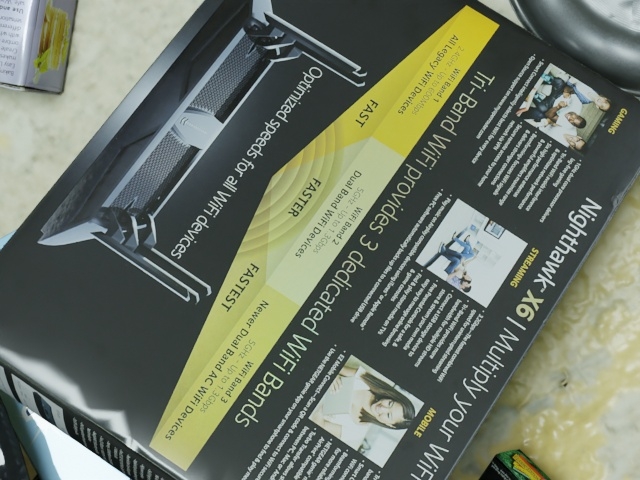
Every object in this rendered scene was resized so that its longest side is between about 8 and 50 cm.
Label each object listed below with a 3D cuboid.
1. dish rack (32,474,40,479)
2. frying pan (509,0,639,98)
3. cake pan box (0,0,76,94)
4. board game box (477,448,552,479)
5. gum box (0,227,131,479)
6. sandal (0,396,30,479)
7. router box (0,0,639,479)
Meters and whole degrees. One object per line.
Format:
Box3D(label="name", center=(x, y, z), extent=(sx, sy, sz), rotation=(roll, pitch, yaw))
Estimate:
Box3D(label="dish rack", center=(-0.148, 0.290, 0.833), extent=(0.208, 0.074, 0.271), rotation=(38, 90, 7))
Box3D(label="frying pan", center=(0.221, -0.234, 0.765), extent=(0.197, 0.053, 0.326), rotation=(26, 100, 8))
Box3D(label="cake pan box", center=(-0.268, -0.227, 0.845), extent=(0.266, 0.070, 0.246), rotation=(9, 92, 10))
Box3D(label="board game box", center=(0.155, 0.247, 0.741), extent=(0.259, 0.030, 0.136), rotation=(45, 117, 28))
Box3D(label="gum box", center=(-0.110, 0.064, 0.806), extent=(0.157, 0.041, 0.184), rotation=(-30, 80, -11))
Box3D(label="sandal", center=(-0.200, 0.137, 0.758), extent=(0.446, 0.167, 0.107), rotation=(43, 56, 9))
Box3D(label="router box", center=(0.000, 0.000, 0.733), extent=(0.243, 0.081, 0.309), rotation=(33, 70, 7))
